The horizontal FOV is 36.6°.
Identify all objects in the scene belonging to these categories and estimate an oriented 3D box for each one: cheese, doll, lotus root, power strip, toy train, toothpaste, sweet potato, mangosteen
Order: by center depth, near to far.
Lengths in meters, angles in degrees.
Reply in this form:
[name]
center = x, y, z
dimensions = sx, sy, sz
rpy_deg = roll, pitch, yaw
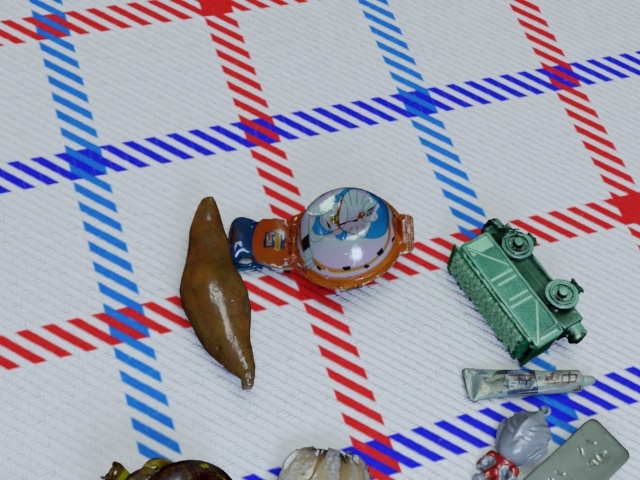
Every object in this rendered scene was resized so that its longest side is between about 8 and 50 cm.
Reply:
[mangosteen]
center = -0.221, 0.391, 1.394
dimensions = 0.217, 0.192, 0.192
rpy_deg = 36, 61, 20
[lotus root]
center = -0.018, 0.475, 1.449
dimensions = 0.167, 0.078, 0.329
rpy_deg = 10, 58, 23
[power strip]
center = 0.376, 0.407, 1.562
dimensions = 0.288, 0.053, 0.093
rpy_deg = -35, 72, -26
[doll]
center = 0.317, 0.341, 1.582
dimensions = 0.094, 0.079, 0.180
rpy_deg = 32, 72, 36
[sweet potato]
center = -0.178, 0.091, 1.617
dimensions = 0.112, 0.112, 0.359
rpy_deg = -13, 62, -17
[toothpaste]
center = 0.361, 0.244, 1.662
dimensions = 0.233, 0.038, 0.060
rpy_deg = -1, 59, -7
[cheese]
center = 0.000, 0.000, 1.689
dimensions = 0.329, 0.129, 0.217
rpy_deg = -2, 54, 10
[toy train]
center = 0.350, 0.088, 1.709
dimensions = 0.154, 0.115, 0.269
rpy_deg = -30, 69, -14
